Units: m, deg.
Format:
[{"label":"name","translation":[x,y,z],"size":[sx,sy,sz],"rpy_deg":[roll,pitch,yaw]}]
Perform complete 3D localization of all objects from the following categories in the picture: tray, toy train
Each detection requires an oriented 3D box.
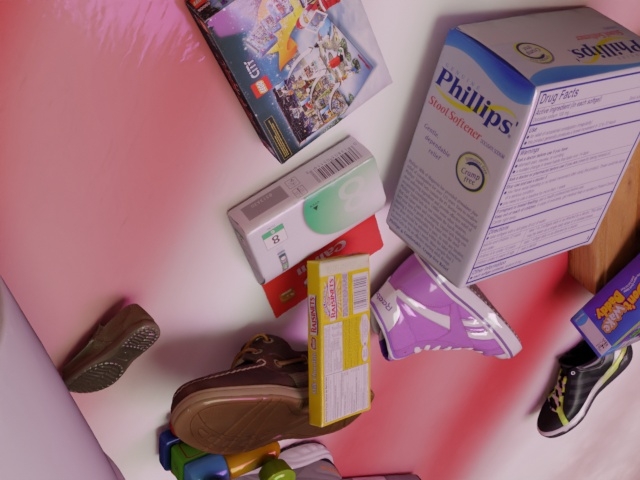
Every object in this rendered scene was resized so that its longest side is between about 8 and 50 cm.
[{"label":"tray","translation":[0.463,-0.111,1.752],"size":[0.203,0.076,0.411],"rpy_deg":[-30,141,-14]},{"label":"toy train","translation":[-0.077,0.275,1.606],"size":[0.248,0.143,0.105],"rpy_deg":[-18,137,-27]}]

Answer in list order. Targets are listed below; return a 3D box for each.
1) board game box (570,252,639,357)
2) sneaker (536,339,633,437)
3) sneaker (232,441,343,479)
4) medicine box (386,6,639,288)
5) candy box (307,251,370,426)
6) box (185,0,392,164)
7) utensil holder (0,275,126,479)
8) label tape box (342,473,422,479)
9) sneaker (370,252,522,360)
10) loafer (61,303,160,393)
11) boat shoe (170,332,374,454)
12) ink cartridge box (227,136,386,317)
[{"label":"board game box","translation":[0.579,0.053,1.909],"size":[0.347,0.078,0.233],"rpy_deg":[-13,150,-45]},{"label":"sneaker","translation":[0.432,0.232,2.071],"size":[0.097,0.084,0.234],"rpy_deg":[30,105,-26]},{"label":"sneaker","translation":[-0.083,0.377,1.730],"size":[0.272,0.108,0.100],"rpy_deg":[-17,137,-26]},{"label":"medicine box","translation":[0.254,-0.119,1.485],"size":[0.263,0.149,0.289],"rpy_deg":[-15,134,-39]},{"label":"candy box","translation":[0.024,0.122,1.510],"size":[0.105,0.027,0.205],"rpy_deg":[-8,100,-50]},{"label":"box","translation":[-0.026,-0.206,1.269],"size":[0.159,0.044,0.233],"rpy_deg":[-36,142,-7]},{"label":"utensil holder","translation":[-0.378,0.222,1.161],"size":[0.328,0.327,0.385],"rpy_deg":[-29,139,-15]},{"label":"label tape box","translation":[0.014,0.498,1.928],"size":[0.334,0.106,0.240],"rpy_deg":[7,121,-43]},{"label":"sneaker","translation":[0.166,0.122,1.713],"size":[0.161,0.102,0.282],"rpy_deg":[-43,131,8]},{"label":"loafer","translation":[-0.245,0.126,1.402],"size":[0.148,0.050,0.056],"rpy_deg":[-36,141,18]},{"label":"boat shoe","translation":[-0.073,0.185,1.543],"size":[0.342,0.123,0.123],"rpy_deg":[2,137,-49]},{"label":"ink cartridge box","translation":[0.000,0.000,1.484],"size":[0.181,0.056,0.224],"rpy_deg":[-33,139,-11]}]
